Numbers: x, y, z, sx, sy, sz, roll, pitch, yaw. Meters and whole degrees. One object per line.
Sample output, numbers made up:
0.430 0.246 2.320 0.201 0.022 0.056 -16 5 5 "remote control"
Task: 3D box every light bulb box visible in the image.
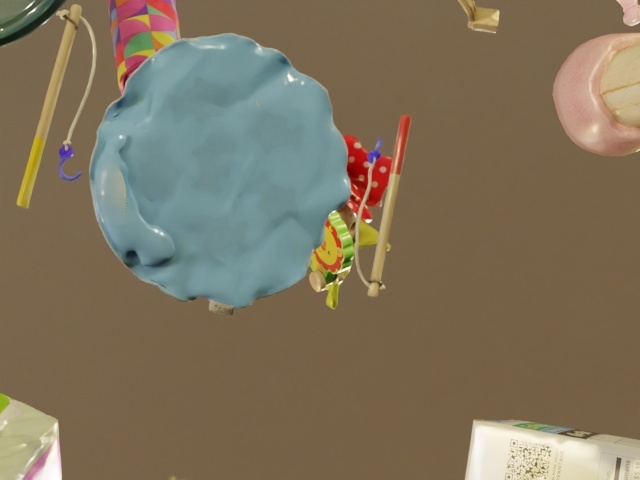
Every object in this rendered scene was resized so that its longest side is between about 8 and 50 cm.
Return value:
0.389 0.455 1.463 0.225 0.361 0.357 23 -104 -65 "light bulb box"

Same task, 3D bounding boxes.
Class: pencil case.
-0.233 -0.272 1.398 0.104 0.236 0.104 -10 -41 -9 "pencil case"

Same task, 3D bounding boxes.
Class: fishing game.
-0.067 -0.045 0.708 0.264 0.189 0.041 11 -5 -22 "fishing game"

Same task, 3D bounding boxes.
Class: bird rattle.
-0.013 -0.037 1.313 0.143 0.207 0.253 -60 -23 -26 "bird rattle"

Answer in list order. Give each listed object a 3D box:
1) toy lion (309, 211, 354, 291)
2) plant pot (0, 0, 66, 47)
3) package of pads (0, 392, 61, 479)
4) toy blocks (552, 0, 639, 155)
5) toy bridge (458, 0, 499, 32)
0.000 0.000 1.128 0.034 0.100 0.096 -19 -37 -30 "toy lion"
-0.426 -0.373 1.126 0.341 0.334 0.341 -2 -78 -12 "plant pot"
-0.301 0.293 0.785 0.296 0.101 0.229 -58 -20 -53 "package of pads"
0.319 -0.081 0.591 0.309 0.288 0.260 -44 6 -5 "toy blocks"
0.178 -0.291 1.139 0.063 0.026 0.188 8 -22 3 "toy bridge"
